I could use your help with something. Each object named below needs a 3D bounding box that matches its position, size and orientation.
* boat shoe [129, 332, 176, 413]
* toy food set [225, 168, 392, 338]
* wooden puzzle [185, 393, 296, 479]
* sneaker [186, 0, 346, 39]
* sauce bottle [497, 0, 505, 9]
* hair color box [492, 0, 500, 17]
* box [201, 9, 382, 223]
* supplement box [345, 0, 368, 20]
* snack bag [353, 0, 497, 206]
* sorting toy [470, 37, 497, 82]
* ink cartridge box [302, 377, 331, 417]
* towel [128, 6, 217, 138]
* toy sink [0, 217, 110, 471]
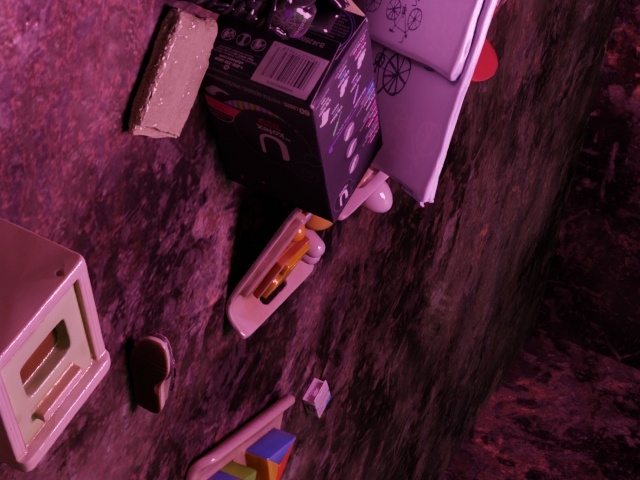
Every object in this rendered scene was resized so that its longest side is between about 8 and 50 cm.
[{"bbox_3d":[-0.211,0.161,1.792,0.152,0.056,0.049,106,12,-50],"label":"boat shoe"},{"bbox_3d":[0.000,0.000,2.001,0.220,0.092,0.306,-45,175,-48],"label":"toy food set"},{"bbox_3d":[-0.139,0.453,2.289,0.322,0.080,0.348,-29,139,-63],"label":"wooden puzzle"},{"bbox_3d":[-0.064,-0.276,1.498,0.107,0.124,0.283,-51,161,28],"label":"sneaker"},{"bbox_3d":[0.274,-0.440,2.366,0.344,0.111,0.111,-56,159,-37],"label":"sauce bottle"},{"bbox_3d":[0.218,-0.408,2.195,0.072,0.141,0.043,-64,162,-11],"label":"hair color box"},{"bbox_3d":[-0.032,-0.166,1.725,0.143,0.165,0.270,-59,160,-22],"label":"box"},{"bbox_3d":[0.010,-0.269,1.756,0.056,0.083,0.083,-36,163,-18],"label":"supplement box"},{"bbox_3d":[0.104,-0.253,1.853,0.037,0.323,0.342,8,107,-32],"label":"snack bag"},{"bbox_3d":[0.123,-0.219,2.158,0.365,0.127,0.126,-37,176,-39],"label":"sorting toy"},{"bbox_3d":[-0.007,0.283,2.545,0.048,0.028,0.083,-60,161,-23],"label":"ink cartridge box"},{"bbox_3d":[-0.164,-0.183,1.554,0.148,0.027,0.110,-69,161,8],"label":"towel"},{"bbox_3d":[-0.299,0.117,1.353,0.153,0.131,0.234,-54,158,-34],"label":"toy sink"}]
